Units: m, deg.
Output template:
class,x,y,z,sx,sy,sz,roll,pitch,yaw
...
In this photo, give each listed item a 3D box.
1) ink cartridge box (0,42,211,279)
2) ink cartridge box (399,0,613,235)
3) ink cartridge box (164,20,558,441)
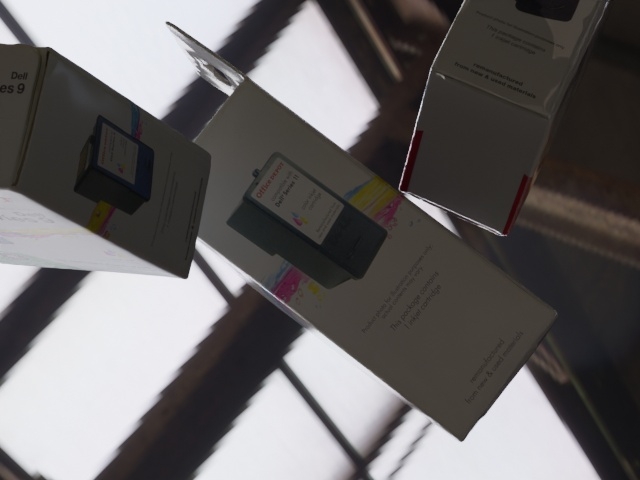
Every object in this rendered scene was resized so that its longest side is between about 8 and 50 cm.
class,x,y,z,sx,sy,sz,roll,pitch,yaw
ink cartridge box,-0.186,-0.048,1.145,0.154,0.212,0.093,4,-105,24
ink cartridge box,0.159,-0.152,1.434,0.100,0.172,0.237,24,-120,7
ink cartridge box,0.000,0.000,1.386,0.353,0.207,0.119,38,-92,8
